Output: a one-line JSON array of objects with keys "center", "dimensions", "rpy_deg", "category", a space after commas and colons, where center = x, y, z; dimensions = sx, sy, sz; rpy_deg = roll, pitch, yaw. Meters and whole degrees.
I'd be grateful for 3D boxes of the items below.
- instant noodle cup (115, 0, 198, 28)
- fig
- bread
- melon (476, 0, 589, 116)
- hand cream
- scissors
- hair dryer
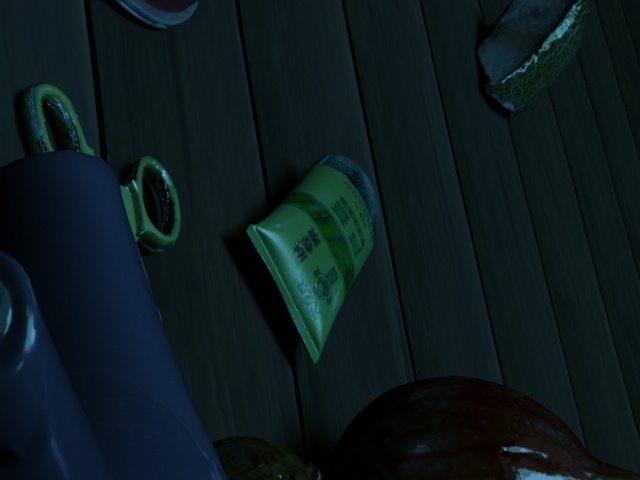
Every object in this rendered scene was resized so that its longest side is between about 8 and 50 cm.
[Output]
[{"center": [-0.029, -0.277, 1.068], "dimensions": [0.244, 0.255, 0.244], "rpy_deg": [56, 22, -36], "category": "instant noodle cup"}, {"center": [0.108, 0.154, 1.034], "dimensions": [0.175, 0.207, 0.175], "rpy_deg": [44, 38, -50], "category": "fig"}, {"center": [-0.033, 0.143, 0.895], "dimensions": [0.082, 0.060, 0.113], "rpy_deg": [52, 26, -42], "category": "bread"}, {"center": [0.219, -0.207, 1.848], "dimensions": [0.093, 0.139, 0.202], "rpy_deg": [45, 23, 2], "category": "melon"}, {"center": [0.000, 0.000, 1.150], "dimensions": [0.095, 0.046, 0.175], "rpy_deg": [65, 22, -16], "category": "hand cream"}, {"center": [-0.102, 0.014, 0.912], "dimensions": [0.133, 0.020, 0.187], "rpy_deg": [35, 36, -51], "category": "scissors"}, {"center": [-0.096, 0.041, 0.613], "dimensions": [0.361, 0.121, 0.301], "rpy_deg": [83, -6, -60], "category": "hair dryer"}]
